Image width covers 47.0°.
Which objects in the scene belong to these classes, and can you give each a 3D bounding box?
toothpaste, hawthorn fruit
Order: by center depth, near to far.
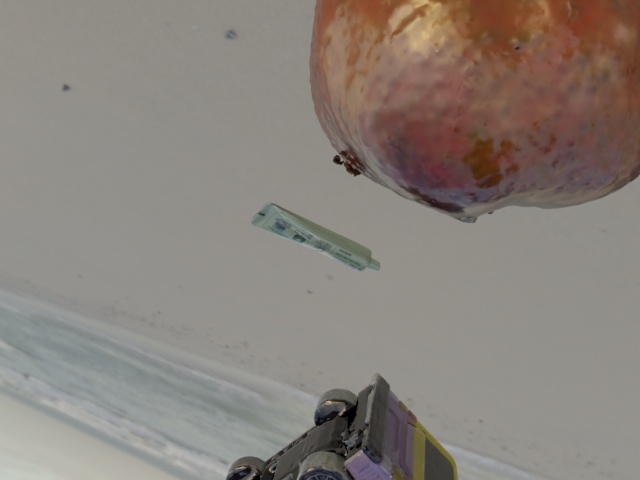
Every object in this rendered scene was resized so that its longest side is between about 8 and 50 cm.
[{"bbox_3d":[0.136,-0.198,0.580,0.284,0.369,0.285,4,-177,0],"label":"hawthorn fruit"},{"bbox_3d":[0.000,0.000,1.116,0.218,0.041,0.064,25,141,-22],"label":"toothpaste"}]

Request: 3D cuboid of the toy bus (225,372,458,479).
[{"bbox_3d":[-0.015,0.440,1.136,0.249,0.440,0.209,47,-162,-9],"label":"toy bus"}]
